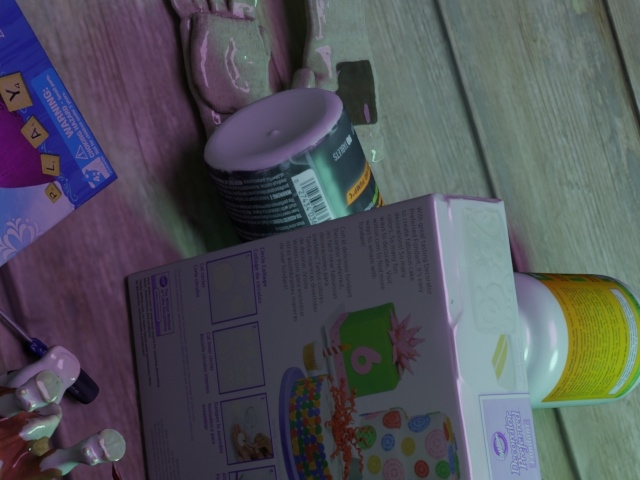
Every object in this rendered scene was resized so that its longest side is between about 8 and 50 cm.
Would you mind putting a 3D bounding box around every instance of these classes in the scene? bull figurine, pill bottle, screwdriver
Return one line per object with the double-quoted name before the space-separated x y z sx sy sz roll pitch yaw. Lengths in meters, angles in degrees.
"bull figurine" -0.255 0.149 1.236 0.310 0.188 0.101 -26 92 -43
"pill bottle" 0.212 0.099 1.802 0.245 0.136 0.136 3 76 -48
"pill bottle" 0.000 0.000 1.584 0.130 0.130 0.246 -54 132 -42
"screwdriver" -0.236 0.070 1.405 0.170 0.025 0.024 43 50 -20

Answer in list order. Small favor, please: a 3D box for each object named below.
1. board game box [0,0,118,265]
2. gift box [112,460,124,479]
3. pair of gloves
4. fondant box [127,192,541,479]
"board game box" -0.333 -0.102 1.301 0.318 0.066 0.319 -44 109 -46
"gift box" -0.170 0.283 1.102 0.258 0.255 0.276 -12 82 -7
"pair of gloves" -0.033 -0.153 1.678 0.240 0.042 0.204 -15 94 -44
"fondant box" 0.002 0.113 1.414 0.096 0.330 0.238 3 77 -48
